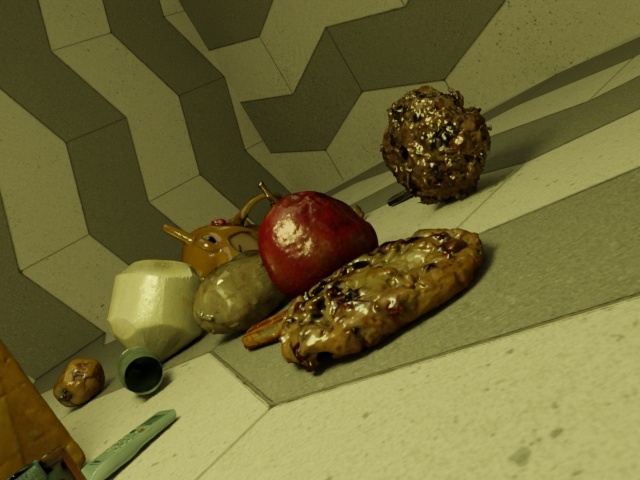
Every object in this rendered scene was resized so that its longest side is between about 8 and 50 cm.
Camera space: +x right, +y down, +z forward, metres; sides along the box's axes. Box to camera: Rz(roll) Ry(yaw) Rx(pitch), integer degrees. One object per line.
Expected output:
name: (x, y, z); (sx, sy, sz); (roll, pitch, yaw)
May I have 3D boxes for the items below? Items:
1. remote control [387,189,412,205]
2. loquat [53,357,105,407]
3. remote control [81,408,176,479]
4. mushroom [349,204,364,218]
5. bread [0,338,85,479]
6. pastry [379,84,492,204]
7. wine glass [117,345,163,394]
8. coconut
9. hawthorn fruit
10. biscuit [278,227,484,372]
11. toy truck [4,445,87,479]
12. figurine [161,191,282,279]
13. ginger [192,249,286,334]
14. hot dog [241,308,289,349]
remote control: (0.278, -0.146, 1.604); (0.212, 0.028, 0.059); (-24, 14, 43)
loquat: (-0.642, 0.378, 1.508); (0.137, 0.113, 0.137); (-24, 23, 11)
remote control: (-0.295, 0.319, 0.877); (0.061, 0.029, 0.162); (-21, 8, 44)
mushroom: (0.071, -0.048, 1.673); (0.060, 0.061, 0.187); (-18, 19, 39)
bread: (-0.603, 0.300, 0.947); (0.233, 0.362, 0.245); (-22, 9, 45)
pastry: (0.262, -0.212, 1.249); (0.192, 0.275, 0.275); (-11, -5, -34)
wine glass: (-0.390, 0.280, 1.229); (0.093, 0.093, 0.202); (-34, 6, -22)
coconut: (-0.410, 0.183, 1.437); (0.237, 0.266, 0.237); (7, -9, 1)
hawthorn fruit: (-0.032, -0.004, 1.075); (0.210, 0.266, 0.230); (-48, -1, 17)
biscuit: (0.079, 0.069, 0.846); (0.334, 0.081, 0.289); (-31, 9, -10)
toy truck: (-0.388, 0.370, 0.564); (0.338, 0.133, 0.184); (-34, -2, -38)
figurine: (-0.308, 0.033, 1.824); (0.401, 0.268, 0.387); (-19, 2, 27)
ginger: (-0.176, 0.114, 1.323); (0.244, 0.155, 0.304); (-39, 0, -4)
hot dog: (-0.087, 0.163, 1.026); (0.144, 0.038, 0.062); (-29, 11, 30)
